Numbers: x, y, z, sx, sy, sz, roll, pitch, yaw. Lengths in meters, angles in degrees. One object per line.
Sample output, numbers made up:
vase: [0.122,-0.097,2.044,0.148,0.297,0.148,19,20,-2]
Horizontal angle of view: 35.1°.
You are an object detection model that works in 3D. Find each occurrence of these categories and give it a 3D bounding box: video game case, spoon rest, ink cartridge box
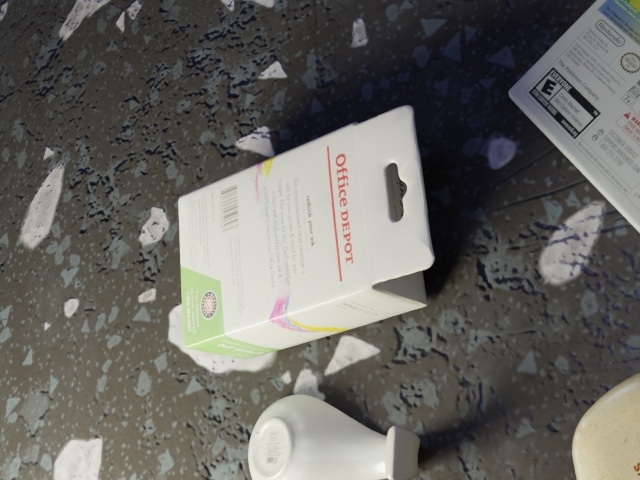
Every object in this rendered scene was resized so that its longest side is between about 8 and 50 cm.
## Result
video game case: [0.388,-0.154,1.004,0.300,0.036,0.329,-47,53,17]
spoon rest: [0.013,0.244,1.151,0.276,0.084,0.137,-10,68,49]
ink cartridge box: [0.000,0.000,1.196,0.353,0.119,0.207,-19,65,33]

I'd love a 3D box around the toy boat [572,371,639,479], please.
toy boat: [0.379,0.205,0.848,0.318,0.148,0.267,-39,51,31]
